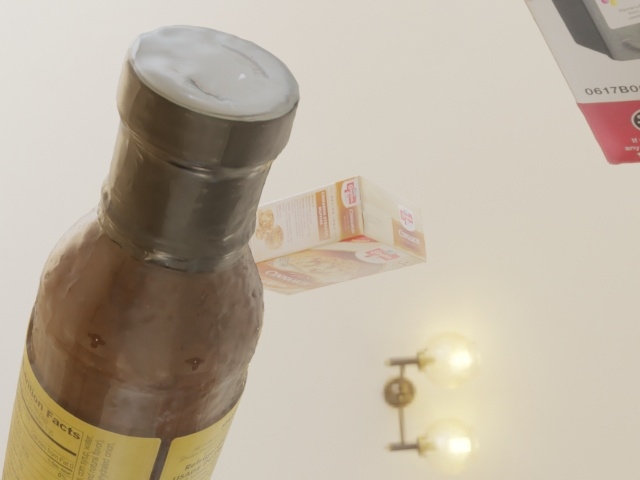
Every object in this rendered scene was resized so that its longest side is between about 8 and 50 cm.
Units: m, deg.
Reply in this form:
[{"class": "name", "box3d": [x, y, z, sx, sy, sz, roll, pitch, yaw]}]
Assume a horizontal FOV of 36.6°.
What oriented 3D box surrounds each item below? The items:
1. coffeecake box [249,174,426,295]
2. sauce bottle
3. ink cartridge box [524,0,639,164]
[{"class": "coffeecake box", "box3d": [0.000, 0.000, 1.049, 0.142, 0.185, 0.068, 22, 58, -55]}, {"class": "sauce bottle", "box3d": [-0.089, 0.062, 0.472, 0.111, 0.111, 0.344, -100, -153, -50]}, {"class": "ink cartridge box", "box3d": [0.226, -0.184, 0.532, 0.306, 0.226, 0.131, 45, 56, -42]}]
